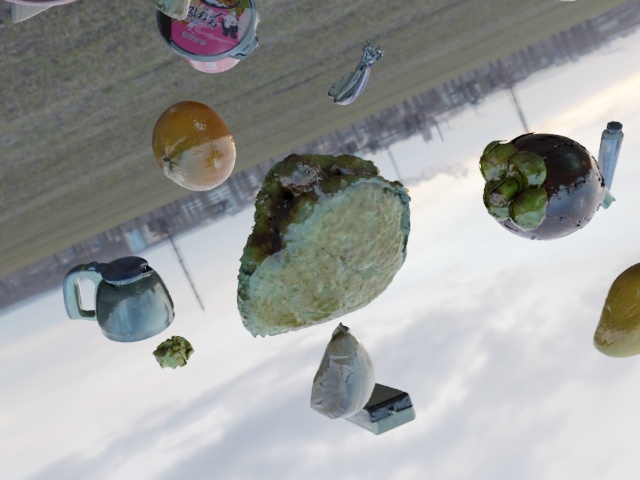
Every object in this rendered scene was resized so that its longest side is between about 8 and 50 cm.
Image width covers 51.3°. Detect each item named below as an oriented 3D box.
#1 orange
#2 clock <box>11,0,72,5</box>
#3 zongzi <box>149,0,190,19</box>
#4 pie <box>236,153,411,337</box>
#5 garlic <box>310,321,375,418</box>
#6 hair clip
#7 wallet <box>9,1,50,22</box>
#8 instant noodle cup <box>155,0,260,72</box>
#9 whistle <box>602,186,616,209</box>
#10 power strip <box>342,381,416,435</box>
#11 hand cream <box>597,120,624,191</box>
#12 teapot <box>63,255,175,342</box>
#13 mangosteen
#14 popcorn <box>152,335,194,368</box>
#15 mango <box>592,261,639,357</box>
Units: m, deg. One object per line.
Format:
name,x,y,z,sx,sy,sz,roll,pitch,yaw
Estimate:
orange,-0.324,-0.233,1.674,0.171,0.240,0.240,-36,-169,-29
clock,-0.362,-0.406,0.811,0.244,0.244,0.056,-23,-136,5
zongzi,-0.269,-0.512,1.169,0.081,0.178,0.189,-5,135,-51
pie,0.003,0.022,1.437,0.395,0.418,0.180,5,-158,-35
garlic,0.043,0.240,1.148,0.101,0.195,0.087,25,-142,18
hair clip,0.072,-0.361,1.469,0.172,0.049,0.116,-49,-160,34
wallet,-0.675,-0.641,1.626,0.245,0.052,0.168,-57,176,-46
instant noodle cup,-0.298,-0.566,1.793,0.258,0.302,0.181,-37,174,-9
whistle,0.614,-0.124,1.499,0.039,0.039,0.186,-20,144,37
power strip,0.117,0.372,1.489,0.105,0.070,0.256,-20,180,-18
hand cream,0.766,-0.209,1.790,0.055,0.256,0.088,-11,-134,-1
teapot,-0.287,0.073,0.967,0.149,0.108,0.111,14,-147,29
mangosteen,0.300,-0.076,0.937,0.180,0.166,0.166,-4,171,-41
popcorn,-0.296,0.224,1.343,0.083,0.059,0.068,-18,-160,-30
mango,0.737,0.161,1.543,0.119,0.176,0.317,-1,133,-29
